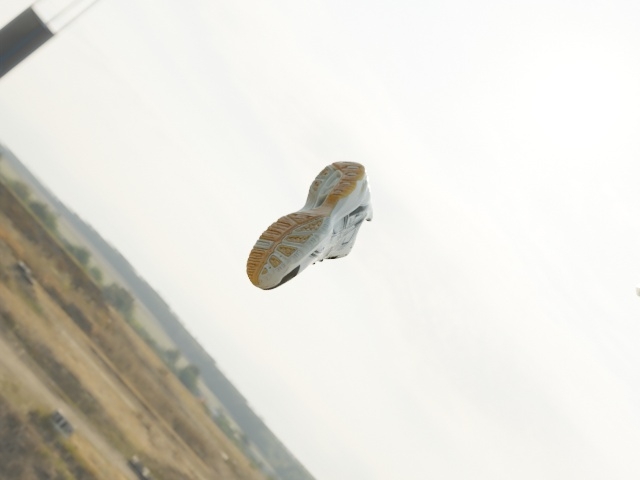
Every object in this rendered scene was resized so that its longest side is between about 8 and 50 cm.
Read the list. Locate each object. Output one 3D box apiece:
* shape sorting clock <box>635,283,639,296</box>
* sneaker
[{"bbox_3d":[0.316,0.018,0.656,0.206,0.206,0.040,157,-79,-78],"label":"shape sorting clock"},{"bbox_3d":[0.000,0.000,0.457,0.032,0.083,0.037,16,-41,39],"label":"sneaker"}]
